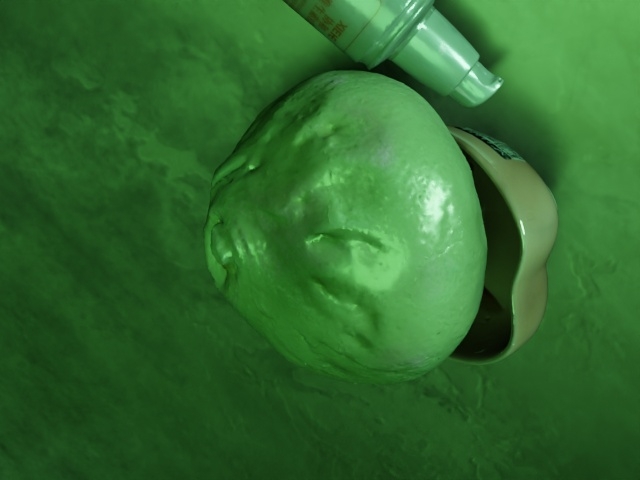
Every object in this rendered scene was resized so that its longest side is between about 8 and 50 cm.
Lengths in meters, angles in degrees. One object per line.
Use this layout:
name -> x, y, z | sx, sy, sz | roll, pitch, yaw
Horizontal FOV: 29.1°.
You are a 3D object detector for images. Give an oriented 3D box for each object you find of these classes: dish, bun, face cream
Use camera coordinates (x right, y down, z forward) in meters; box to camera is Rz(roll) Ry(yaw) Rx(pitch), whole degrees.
dish -> 0.139, -0.003, 1.079 | 0.213, 0.090, 0.213 | 28, 125, 50
bun -> 0.000, 0.000, 1.034 | 0.283, 0.179, 0.283 | 24, 122, 45
face cream -> 0.045, -0.199, 1.030 | 0.251, 0.101, 0.101 | 40, 116, -6
